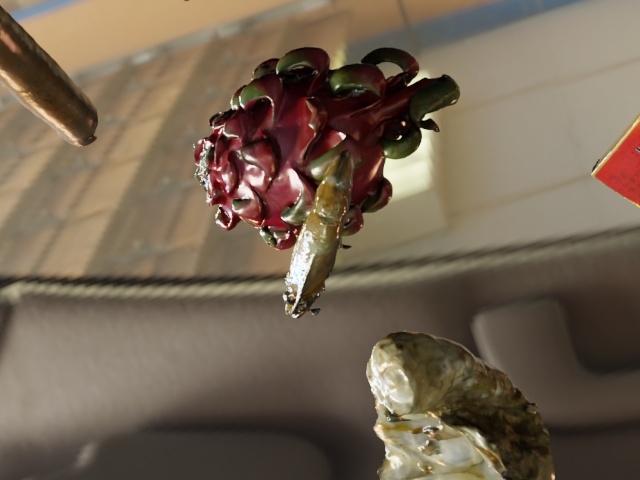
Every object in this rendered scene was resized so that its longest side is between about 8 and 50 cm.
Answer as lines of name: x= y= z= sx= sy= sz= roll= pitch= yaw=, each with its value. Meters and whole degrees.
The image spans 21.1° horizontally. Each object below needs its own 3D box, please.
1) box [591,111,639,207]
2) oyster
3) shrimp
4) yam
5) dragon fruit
box: x=0.302 y=-0.070 z=1.499 sx=0.023 sy=0.090 sz=0.133 roll=-57 pitch=180 yaw=-30
oyster: x=0.099 y=0.163 z=1.331 sx=0.094 sy=0.166 sz=0.294 roll=-58 pitch=173 yaw=-25
shrimp: x=0.000 y=0.000 z=1.589 sx=0.042 sy=0.190 sz=0.101 roll=18 pitch=-146 yaw=0
yam: x=-0.236 y=-0.136 z=1.377 sx=0.046 sy=0.046 sz=0.264 roll=-18 pitch=160 yaw=8
dragon fruit: x=-0.006 y=-0.108 z=1.821 sx=0.198 sy=0.218 sz=0.273 roll=8 pitch=135 yaw=-37
